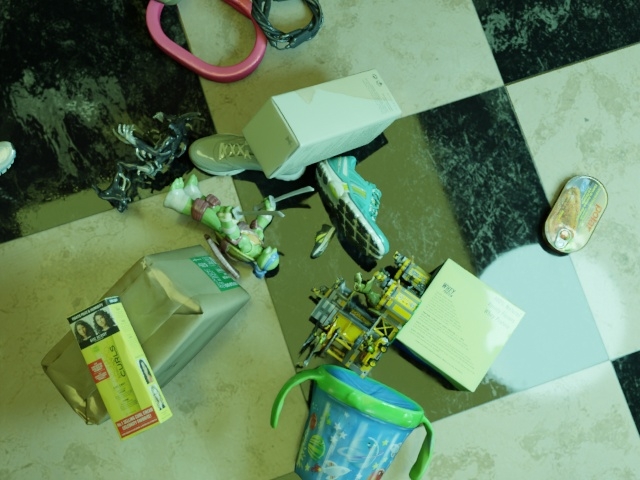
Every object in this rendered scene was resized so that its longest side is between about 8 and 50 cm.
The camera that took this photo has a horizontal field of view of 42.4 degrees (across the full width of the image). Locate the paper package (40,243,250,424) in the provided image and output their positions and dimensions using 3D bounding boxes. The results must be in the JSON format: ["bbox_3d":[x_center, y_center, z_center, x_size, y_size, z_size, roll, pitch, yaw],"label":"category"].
[{"bbox_3d":[-0.324,0.170,1.604,0.309,0.325,0.168,-44,84,9],"label":"paper package"}]

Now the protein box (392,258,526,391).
[{"bbox_3d":[0.285,0.182,1.752,0.199,0.136,0.201,35,82,4],"label":"protein box"}]

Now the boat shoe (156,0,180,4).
[{"bbox_3d":[-0.443,-0.631,1.848,0.307,0.104,0.111,19,76,13],"label":"boat shoe"}]

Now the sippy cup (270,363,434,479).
[{"bbox_3d":[0.061,0.399,1.676,0.305,0.240,0.224,24,90,24],"label":"sippy cup"}]

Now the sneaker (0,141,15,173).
[{"bbox_3d":[-0.758,-0.166,1.792,0.190,0.083,0.071,-27,81,-8],"label":"sneaker"}]

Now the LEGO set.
[{"bbox_3d":[0.079,0.121,1.672,0.192,0.331,0.255,36,113,4],"label":"LEGO set"}]

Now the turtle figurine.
[{"bbox_3d":[-0.175,-0.075,1.749,0.266,0.275,0.198,29,46,7],"label":"turtle figurine"}]

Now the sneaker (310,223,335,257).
[{"bbox_3d":[0.000,0.000,1.827,0.035,0.031,0.083,32,76,17],"label":"sneaker"}]

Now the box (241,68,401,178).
[{"bbox_3d":[0.006,-0.249,1.735,0.311,0.148,0.121,-23,80,-41],"label":"box"}]

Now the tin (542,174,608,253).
[{"bbox_3d":[0.573,-0.057,1.855,0.106,0.040,0.190,30,81,7],"label":"tin"}]

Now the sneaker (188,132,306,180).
[{"bbox_3d":[-0.159,-0.196,1.802,0.262,0.121,0.099,4,80,-2],"label":"sneaker"}]

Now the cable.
[{"bbox_3d":[-0.074,-0.517,1.877,0.150,0.047,0.184,48,60,1],"label":"cable"}]

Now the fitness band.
[{"bbox_3d":[-0.257,-0.486,1.880,0.290,0.054,0.209,33,81,4],"label":"fitness band"}]

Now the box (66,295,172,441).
[{"bbox_3d":[-0.345,0.218,1.415,0.087,0.058,0.232,-25,87,9],"label":"box"}]

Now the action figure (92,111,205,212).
[{"bbox_3d":[-0.382,-0.198,1.777,0.141,0.164,0.276,42,87,-1],"label":"action figure"}]

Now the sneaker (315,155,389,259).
[{"bbox_3d":[0.084,-0.083,1.777,0.109,0.107,0.275,-18,59,-16],"label":"sneaker"}]
